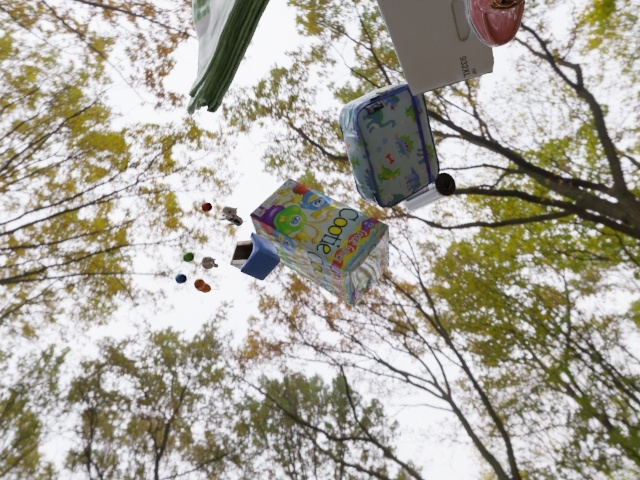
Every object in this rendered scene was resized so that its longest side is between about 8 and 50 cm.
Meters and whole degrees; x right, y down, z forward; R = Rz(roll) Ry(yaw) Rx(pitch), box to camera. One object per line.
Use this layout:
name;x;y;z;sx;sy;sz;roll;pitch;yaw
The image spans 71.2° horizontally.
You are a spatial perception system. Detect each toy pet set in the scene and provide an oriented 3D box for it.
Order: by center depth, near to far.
toy pet set;-0.119;0.018;0.618;0.065;0.122;0.114;-5;-26;43

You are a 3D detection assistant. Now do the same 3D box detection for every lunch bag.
lunch bag;0.143;-0.191;0.889;0.176;0.090;0.219;-27;-64;-19

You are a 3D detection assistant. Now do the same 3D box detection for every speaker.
speaker;0.244;-0.108;1.010;0.055;0.136;0.055;4;-101;-19

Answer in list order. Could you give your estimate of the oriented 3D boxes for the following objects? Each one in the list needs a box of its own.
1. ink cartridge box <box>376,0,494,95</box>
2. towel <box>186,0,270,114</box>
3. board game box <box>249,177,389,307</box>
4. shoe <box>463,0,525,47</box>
ink cartridge box;0.153;-0.412;0.654;0.129;0.308;0.223;-12;-30;22
towel;-0.084;-0.315;0.430;0.038;0.325;0.248;10;-32;-29
board game box;0.000;0.000;0.995;0.142;0.275;0.144;-47;-32;-26
shoe;0.186;-0.259;0.457;0.063;0.081;0.178;-20;-36;14
